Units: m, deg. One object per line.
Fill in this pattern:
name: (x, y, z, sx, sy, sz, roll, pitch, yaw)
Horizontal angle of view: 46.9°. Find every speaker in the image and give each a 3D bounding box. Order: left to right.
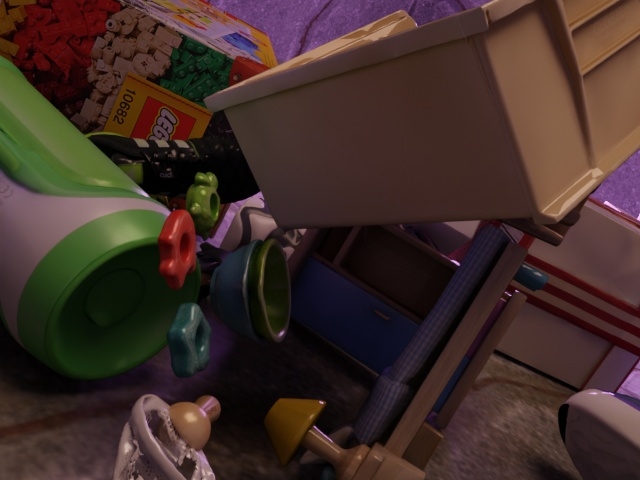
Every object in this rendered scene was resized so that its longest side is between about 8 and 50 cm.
speaker: (-0.212, -0.035, 0.524, 0.296, 0.131, 0.131, 39, 19, 32)

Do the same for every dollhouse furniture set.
dollhouse furniture set: (0.058, 0.011, 0.551, 0.198, 0.287, 0.303, 32, 6, 14)

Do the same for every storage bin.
storage bin: (0.105, -0.115, 0.537, 0.260, 0.123, 0.262, -35, 19, -34)

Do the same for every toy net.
toy net: (-0.063, 0.065, 0.403, 0.045, 0.122, 0.232, -2, 40, 11)

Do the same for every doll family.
doll family: (-0.131, 0.004, 0.638, 0.193, 0.076, 0.111, 35, 22, 32)

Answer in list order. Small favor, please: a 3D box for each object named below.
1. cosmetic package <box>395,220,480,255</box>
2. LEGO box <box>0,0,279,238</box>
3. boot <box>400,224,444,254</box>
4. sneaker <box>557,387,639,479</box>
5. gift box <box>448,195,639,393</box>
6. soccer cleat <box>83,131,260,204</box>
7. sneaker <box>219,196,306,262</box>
cosmetic package: (0.169, -0.100, 1.044, 0.138, 0.225, 0.224, 28, -15, -1)
LEGO box: (-0.259, -0.237, 0.940, 0.372, 0.193, 0.500, 24, 17, -15)
boot: (0.103, 0.012, 0.983, 0.069, 0.086, 0.190, 19, 19, -30)
sneaker: (0.401, 0.194, 0.629, 0.236, 0.130, 0.322, -29, 41, -24)
gift box: (0.350, 0.038, 1.006, 0.258, 0.276, 0.255, 27, 21, -13)
soccer cleat: (-0.134, -0.059, 0.626, 0.178, 0.060, 0.072, 7, 18, 11)
sneaker: (0.000, 0.000, 0.836, 0.153, 0.094, 0.235, 32, 16, 7)
